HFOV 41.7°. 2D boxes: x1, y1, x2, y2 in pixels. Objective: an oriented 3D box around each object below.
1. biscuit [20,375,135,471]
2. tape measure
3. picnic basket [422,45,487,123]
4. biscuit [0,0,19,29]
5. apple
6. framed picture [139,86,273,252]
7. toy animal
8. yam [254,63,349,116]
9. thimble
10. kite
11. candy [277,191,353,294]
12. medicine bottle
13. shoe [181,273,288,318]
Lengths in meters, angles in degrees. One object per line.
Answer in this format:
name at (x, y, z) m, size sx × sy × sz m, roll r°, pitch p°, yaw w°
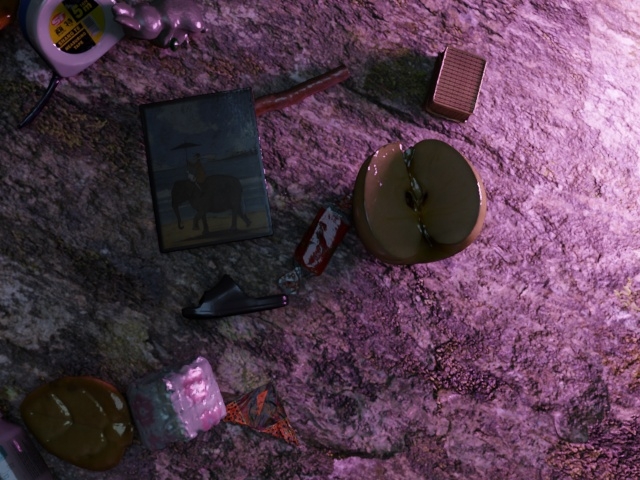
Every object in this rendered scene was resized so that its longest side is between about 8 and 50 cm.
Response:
biscuit at (-0.508, 0.378, 1.748) m, size 0.260 × 0.041 × 0.203 m, roll 12°, pitch 103°, yaw 11°
tape measure at (-0.581, -0.423, 1.800) m, size 0.351 × 0.215 × 0.098 m, roll -46°, pitch 52°, yaw -11°
picnic basket at (0.324, -0.376, 2.026) m, size 0.115 × 0.079 × 0.164 m, roll 17°, pitch 80°, yaw -10°
biscuit at (-0.799, -0.505, 1.734) m, size 0.359 × 0.046 × 0.359 m, roll 5°, pitch 49°, yaw -5°
apple at (0.215, -0.079, 1.894) m, size 0.295 × 0.233 × 0.258 m, roll -14°, pitch 72°, yaw -3°
framed picture at (-0.257, -0.159, 1.883) m, size 0.265 × 0.016 × 0.347 m, roll -8°, pitch 85°, yaw 2°
toy animal at (-0.372, -0.484, 1.846) m, size 0.236 × 0.108 × 0.138 m, roll -6°, pitch 76°, yaw -40°
yam at (-0.083, -0.335, 1.957) m, size 0.326 × 0.045 × 0.045 m, roll -25°, pitch 68°, yaw -13°
thimble at (-0.302, 0.338, 1.748) m, size 0.185 × 0.211 × 0.149 m, roll -20°, pitch 90°, yaw -4°
kite at (-0.129, 0.371, 1.884) m, size 0.222 × 0.008 × 0.125 m, roll 20°, pitch 80°, yaw -9°
candy at (0.001, 0.000, 1.927) m, size 0.086 × 0.059 × 0.292 m, roll 33°, pitch 79°, yaw -8°
medicine bottle at (-0.649, 0.441, 1.702) m, size 0.135 × 0.135 × 0.215 m, roll -32°, pitch 91°, yaw -13°
shoe at (-0.191, 0.120, 1.853) m, size 0.241 × 0.108 × 0.093 m, roll -6°, pitch 83°, yaw -19°
